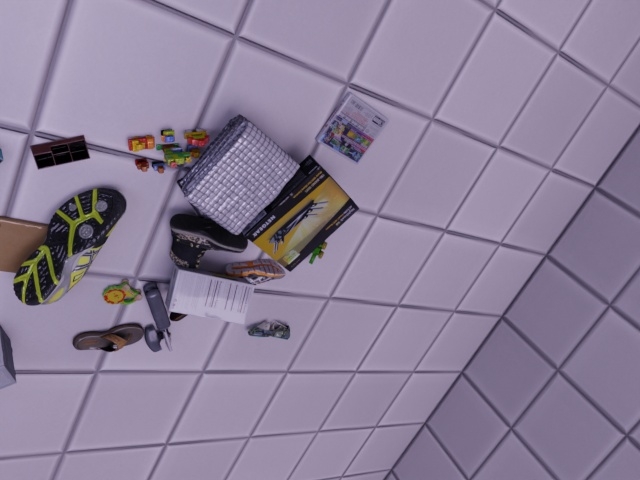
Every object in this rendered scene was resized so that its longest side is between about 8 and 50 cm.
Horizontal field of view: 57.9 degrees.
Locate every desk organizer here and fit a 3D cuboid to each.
[{"bbox_3d":[-0.655,-0.222,1.459,0.130,0.050,0.047,-17,132,-21],"label":"desk organizer"}]

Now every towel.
[{"bbox_3d":[-0.233,-0.182,1.639,0.283,0.121,0.235,-48,134,4],"label":"towel"}]

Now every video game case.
[{"bbox_3d":[0.106,-0.359,1.874,0.201,0.023,0.183,23,109,-44],"label":"video game case"}]

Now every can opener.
[{"bbox_3d":[-0.548,0.267,1.904,0.095,0.076,0.283,-21,132,-19],"label":"can opener"}]

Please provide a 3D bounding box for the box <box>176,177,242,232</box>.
[{"bbox_3d":[-0.282,-0.126,1.777,0.216,0.060,0.270,-32,136,-8],"label":"box"}]

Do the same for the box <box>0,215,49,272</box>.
[{"bbox_3d":[-0.846,0.012,1.541,0.201,0.021,0.164,13,116,-40],"label":"box"}]

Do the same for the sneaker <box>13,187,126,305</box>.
[{"bbox_3d":[-0.678,0.011,1.597,0.384,0.145,0.147,-48,173,-2],"label":"sneaker"}]

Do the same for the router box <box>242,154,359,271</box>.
[{"bbox_3d":[-0.065,-0.077,1.789,0.309,0.081,0.243,-43,135,5],"label":"router box"}]

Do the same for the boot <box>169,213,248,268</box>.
[{"bbox_3d":[-0.347,0.019,1.762,0.236,0.085,0.178,17,138,-6],"label":"boot"}]

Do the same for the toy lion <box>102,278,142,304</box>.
[{"bbox_3d":[-0.625,0.171,1.811,0.096,0.034,0.100,-33,136,3],"label":"toy lion"}]

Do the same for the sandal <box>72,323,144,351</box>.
[{"bbox_3d":[-0.682,0.325,1.872,0.219,0.060,0.090,-2,125,-32],"label":"sandal"}]

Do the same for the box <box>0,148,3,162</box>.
[{"bbox_3d":[-0.879,-0.155,1.357,0.244,0.060,0.100,-39,136,0],"label":"box"}]

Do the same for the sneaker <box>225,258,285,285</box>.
[{"bbox_3d":[-0.226,0.120,2.000,0.215,0.084,0.083,1,123,-21],"label":"sneaker"}]

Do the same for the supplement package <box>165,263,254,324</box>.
[{"bbox_3d":[-0.352,0.170,1.839,0.244,0.139,0.133,14,91,-21],"label":"supplement package"}]

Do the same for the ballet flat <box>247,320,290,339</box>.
[{"bbox_3d":[-0.194,0.340,2.216,0.188,0.070,0.070,13,116,-42],"label":"ballet flat"}]

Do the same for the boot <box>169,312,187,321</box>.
[{"bbox_3d":[-0.399,0.219,1.960,0.219,0.082,0.106,-38,133,-4],"label":"boot"}]

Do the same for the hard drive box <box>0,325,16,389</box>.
[{"bbox_3d":[-0.990,0.357,1.608,0.232,0.181,0.089,-21,134,-18],"label":"hard drive box"}]

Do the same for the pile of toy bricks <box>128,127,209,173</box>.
[{"bbox_3d":[-0.404,-0.233,1.576,0.212,0.105,0.118,-12,130,-26],"label":"pile of toy bricks"}]

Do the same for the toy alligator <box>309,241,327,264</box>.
[{"bbox_3d":[0.000,0.000,2.074,0.189,0.056,0.051,-70,171,26],"label":"toy alligator"}]
